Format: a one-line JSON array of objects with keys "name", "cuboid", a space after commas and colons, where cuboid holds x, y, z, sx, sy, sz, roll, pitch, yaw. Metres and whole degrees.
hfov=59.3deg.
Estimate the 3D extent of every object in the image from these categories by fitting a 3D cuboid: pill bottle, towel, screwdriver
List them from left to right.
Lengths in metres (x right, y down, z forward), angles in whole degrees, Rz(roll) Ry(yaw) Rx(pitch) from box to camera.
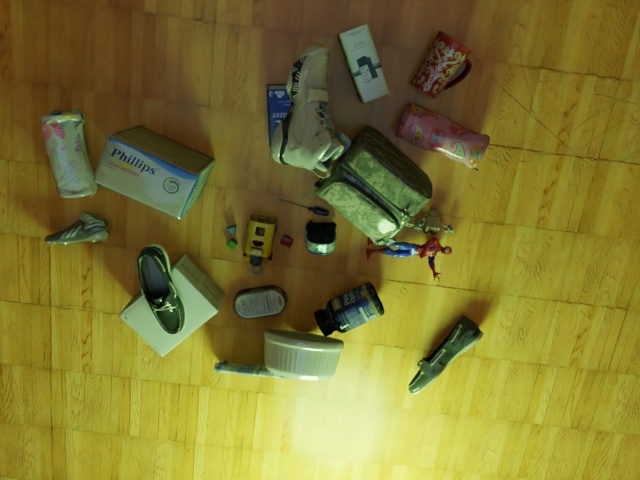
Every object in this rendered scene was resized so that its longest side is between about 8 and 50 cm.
[{"name": "towel", "cuboid": [-0.218, 0.444, 1.932, 0.285, 0.209, 0.034, 6, 81, -2]}, {"name": "screwdriver", "cuboid": [-0.055, -0.108, 1.849, 0.170, 0.024, 0.025, 13, 136, 2]}, {"name": "pill bottle", "cuboid": [0.096, 0.238, 1.901, 0.219, 0.123, 0.123, -26, 106, 7]}]

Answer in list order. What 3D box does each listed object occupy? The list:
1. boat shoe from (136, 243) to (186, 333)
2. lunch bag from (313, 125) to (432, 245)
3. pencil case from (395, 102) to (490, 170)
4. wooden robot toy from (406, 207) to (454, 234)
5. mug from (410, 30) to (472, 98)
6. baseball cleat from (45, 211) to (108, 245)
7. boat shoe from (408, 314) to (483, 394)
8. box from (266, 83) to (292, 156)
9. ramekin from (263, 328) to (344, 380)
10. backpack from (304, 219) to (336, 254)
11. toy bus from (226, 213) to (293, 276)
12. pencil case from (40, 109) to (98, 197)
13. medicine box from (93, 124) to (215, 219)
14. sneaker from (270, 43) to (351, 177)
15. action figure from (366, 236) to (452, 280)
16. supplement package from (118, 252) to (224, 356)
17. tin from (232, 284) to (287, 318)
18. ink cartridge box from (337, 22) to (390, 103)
[{"name": "boat shoe", "cuboid": [-0.500, 0.165, 1.741, 0.114, 0.091, 0.302, -15, 105, 6]}, {"name": "lunch bag", "cuboid": [0.164, -0.155, 1.743, 0.305, 0.212, 0.256, 38, 120, -11]}, {"name": "pencil case", "cuboid": [0.374, -0.319, 1.732, 0.284, 0.124, 0.124, 21, 106, -8]}, {"name": "wooden robot toy", "cuboid": [0.359, -0.069, 1.849, 0.173, 0.076, 0.079, 8, 72, -3]}, {"name": "mug", "cuboid": [0.368, -0.509, 1.676, 0.150, 0.113, 0.169, 31, 108, -8]}, {"name": "baseball cleat", "cuboid": [-0.801, -0.039, 1.849, 0.206, 0.072, 0.109, -4, 94, -4]}, {"name": "boat shoe", "cuboid": [0.416, 0.398, 1.970, 0.335, 0.112, 0.095, -44, 85, 7]}, {"name": "box", "cuboid": [-0.095, -0.372, 1.755, 0.136, 0.036, 0.225, -1, 109, 0]}, {"name": "ramekin", "cuboid": [-0.061, 0.376, 1.855, 0.273, 0.273, 0.127, 8, 87, -3]}, {"name": "backpack", "cuboid": [0.000, 0.000, 1.830, 0.105, 0.114, 0.084, 3, 127, -3]}, {"name": "toy bus", "cuboid": [-0.203, 0.016, 1.840, 0.191, 0.104, 0.202, -34, 104, 10]}, {"name": "pencil case", "cuboid": [-0.777, -0.268, 1.745, 0.124, 0.113, 0.273, -10, 108, -18]}, {"name": "medicine box", "cuboid": [-0.480, -0.211, 1.670, 0.263, 0.289, 0.149, 24, 106, -7]}, {"name": "sneaker", "cuboid": [-0.002, -0.364, 1.627, 0.210, 0.137, 0.365, 30, 112, 26]}, {"name": "action figure", "cuboid": [0.297, 0.055, 1.837, 0.280, 0.139, 0.091, -1, 133, -2]}, {"name": "supplement package", "cuboid": [-0.491, 0.215, 1.881, 0.262, 0.145, 0.204, -39, 103, 12]}, {"name": "tin", "cuboid": [-0.209, 0.215, 1.940, 0.190, 0.040, 0.106, -9, 112, 3]}, {"name": "ink cartridge box", "cuboid": [0.125, -0.517, 1.649, 0.087, 0.153, 0.208, -19, 108, 5]}]
